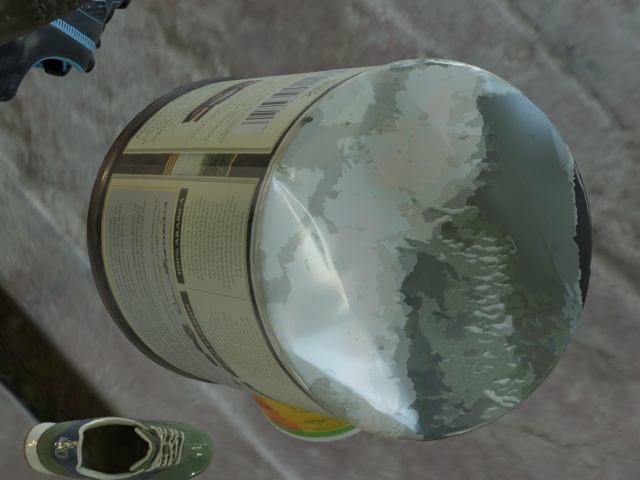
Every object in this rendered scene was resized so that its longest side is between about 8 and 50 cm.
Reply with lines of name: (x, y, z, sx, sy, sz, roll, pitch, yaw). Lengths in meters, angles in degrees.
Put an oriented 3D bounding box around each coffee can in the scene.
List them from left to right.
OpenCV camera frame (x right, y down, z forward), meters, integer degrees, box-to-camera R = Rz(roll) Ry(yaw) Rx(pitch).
coffee can: (0.000, 0.000, 1.047, 0.201, 0.275, 0.202, -1, 93, -25)

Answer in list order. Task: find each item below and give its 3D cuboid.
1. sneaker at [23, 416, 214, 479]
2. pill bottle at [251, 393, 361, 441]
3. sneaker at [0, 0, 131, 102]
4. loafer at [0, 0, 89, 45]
sneaker: (-0.166, 0.193, 1.619, 0.192, 0.086, 0.064, 7, 81, -35)
pill bottle: (-0.017, 0.062, 1.519, 0.136, 0.246, 0.136, -6, 58, 9)
sneaker: (-0.239, -0.227, 1.642, 0.341, 0.125, 0.140, -33, 117, -50)
loafer: (-0.159, -0.099, 0.735, 0.148, 0.056, 0.050, -21, 50, -7)
